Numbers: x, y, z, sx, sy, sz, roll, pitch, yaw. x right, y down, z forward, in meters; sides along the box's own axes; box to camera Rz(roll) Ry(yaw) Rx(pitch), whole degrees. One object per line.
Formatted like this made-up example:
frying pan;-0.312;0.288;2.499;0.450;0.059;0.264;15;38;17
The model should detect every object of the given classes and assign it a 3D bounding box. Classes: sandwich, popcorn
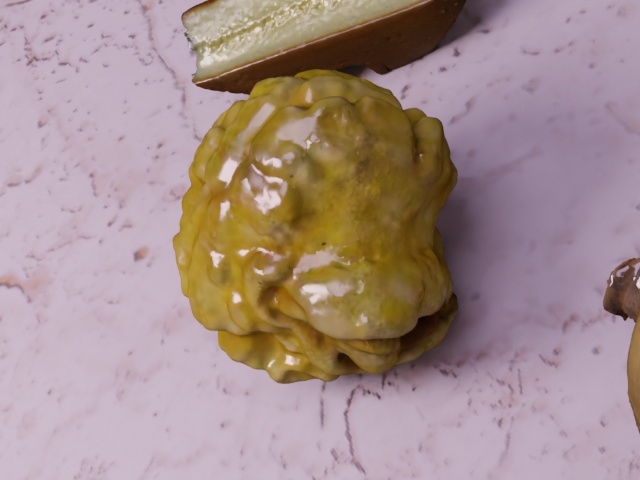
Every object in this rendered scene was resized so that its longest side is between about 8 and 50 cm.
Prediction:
sandwich;0.018;-0.174;1.209;0.244;0.088;0.090;-18;68;18
popcorn;0.000;0.000;1.067;0.226;0.200;0.203;-34;49;14

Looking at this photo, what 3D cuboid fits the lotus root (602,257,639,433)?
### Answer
lotus root;0.267;0.112;0.887;0.303;0.131;0.146;47;138;35
